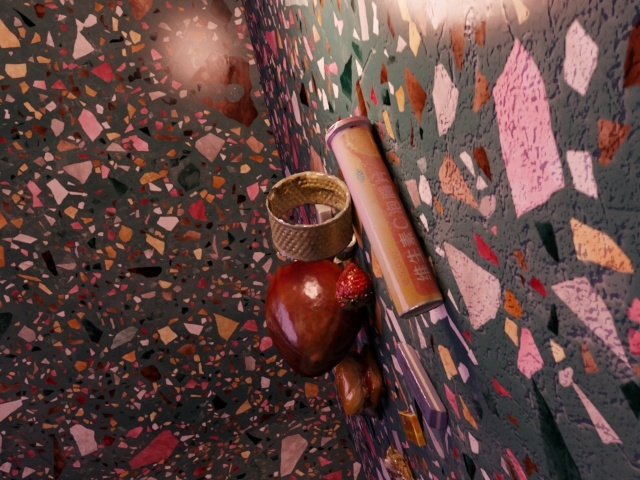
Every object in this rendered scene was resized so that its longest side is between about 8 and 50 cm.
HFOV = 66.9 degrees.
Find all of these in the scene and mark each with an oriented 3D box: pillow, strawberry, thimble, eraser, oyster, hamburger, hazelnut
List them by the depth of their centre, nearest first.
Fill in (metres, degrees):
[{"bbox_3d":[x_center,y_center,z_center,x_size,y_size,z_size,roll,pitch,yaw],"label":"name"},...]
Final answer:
[{"bbox_3d":[0.245,0.352,1.189,0.225,0.036,0.081,-113,13,-49],"label":"eraser"},{"bbox_3d":[-0.033,-0.075,1.491,0.150,0.271,0.270,84,168,-44],"label":"thimble"},{"bbox_3d":[0.099,0.140,1.513,0.131,0.131,0.148,90,156,-63],"label":"strawberry"},{"bbox_3d":[0.293,0.825,1.698,0.209,0.072,0.132,49,155,24],"label":"oyster"},{"bbox_3d":[-0.019,0.272,1.707,0.421,0.353,0.420,-175,90,-67],"label":"hazelnut"},{"bbox_3d":[0.139,0.512,1.794,0.244,0.163,0.244,165,90,-85],"label":"hamburger"},{"bbox_3d":[0.169,0.614,1.993,0.249,0.106,0.186,71,157,9],"label":"pillow"}]

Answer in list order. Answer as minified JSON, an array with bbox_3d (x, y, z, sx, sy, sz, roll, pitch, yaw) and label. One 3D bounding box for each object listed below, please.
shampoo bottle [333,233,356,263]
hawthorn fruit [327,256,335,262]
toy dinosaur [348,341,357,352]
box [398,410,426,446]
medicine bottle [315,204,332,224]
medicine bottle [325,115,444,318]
[{"bbox_3d":[0.079,0.028,1.637,0.204,0.065,0.065,97,157,-70],"label":"shampoo bottle"},{"bbox_3d":[0.000,0.000,2.052,0.285,0.166,0.165,-76,-18,-51],"label":"hawthorn fruit"},{"bbox_3d":[0.124,0.446,2.144,0.251,0.072,0.199,70,-169,-76],"label":"toy dinosaur"},{"bbox_3d":[0.273,0.560,1.450,0.156,0.022,0.088,99,156,-73],"label":"box"},{"bbox_3d":[0.015,-0.089,1.902,0.074,0.055,0.117,-115,14,-50],"label":"medicine bottle"},{"bbox_3d":[0.129,-0.054,0.994,0.108,0.108,0.425,94,157,-68],"label":"medicine bottle"}]
